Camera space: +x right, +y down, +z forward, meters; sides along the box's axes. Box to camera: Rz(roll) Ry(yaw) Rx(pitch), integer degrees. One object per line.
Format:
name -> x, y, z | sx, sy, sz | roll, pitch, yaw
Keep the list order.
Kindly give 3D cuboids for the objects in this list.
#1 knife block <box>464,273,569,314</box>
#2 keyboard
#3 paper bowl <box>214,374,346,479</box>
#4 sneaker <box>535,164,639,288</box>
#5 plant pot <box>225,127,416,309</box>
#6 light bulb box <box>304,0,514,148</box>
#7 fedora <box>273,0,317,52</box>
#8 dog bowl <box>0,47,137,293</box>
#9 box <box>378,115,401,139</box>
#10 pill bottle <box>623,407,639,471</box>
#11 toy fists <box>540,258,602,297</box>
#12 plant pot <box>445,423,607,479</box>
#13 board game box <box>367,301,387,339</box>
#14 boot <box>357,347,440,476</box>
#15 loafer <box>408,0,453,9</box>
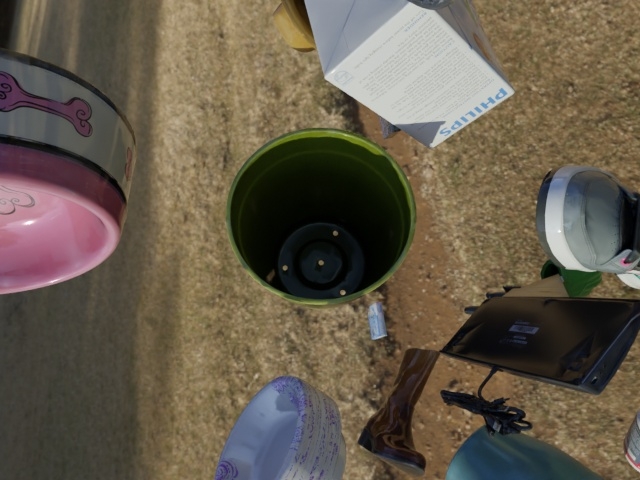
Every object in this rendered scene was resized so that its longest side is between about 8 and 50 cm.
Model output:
knife block -> 0.422, 0.170, 1.217 | 0.242, 0.275, 0.088 | -26, 96, 20
keyboard -> 0.233, 0.146, 0.691 | 0.201, 0.033, 0.317 | -45, 5, -12
paper bowl -> -0.064, 0.408, 1.046 | 0.284, 0.148, 0.284 | -44, 23, 24
sneaker -> 0.348, 0.002, 0.531 | 0.178, 0.295, 0.124 | 4, 82, 51
plant pot -> 0.000, 0.000, 1.248 | 0.353, 0.366, 0.367 | 91, 176, -71
light bulb box -> 0.169, -0.439, 1.156 | 0.225, 0.361, 0.358 | -32, 55, 32
fedora -> -0.039, -0.472, 1.228 | 0.079, 0.194, 0.194 | -24, 61, 35
dog bowl -> -0.439, -0.055, 0.719 | 0.408, 0.408, 0.150 | -40, 57, 46
box -> 0.175, -0.316, 1.453 | 0.137, 0.027, 0.094 | -129, 25, -86
pill bottle -> 0.653, 0.365, 1.074 | 0.108, 0.108, 0.180 | -120, 14, -46
toy fists -> 0.574, 0.005, 1.287 | 0.096, 0.142, 0.279 | -149, 48, -69
plant pot -> 0.400, 0.507, 1.121 | 0.255, 0.271, 0.272 | 38, 114, 43
board game box -> 0.151, 0.218, 1.528 | 0.090, 0.020, 0.090 | 125, 138, -70
boot -> 0.220, 0.391, 1.328 | 0.280, 0.096, 0.264 | -58, 7, -15
loafer -> 0.089, -0.371, 0.627 | 0.102, 0.092, 0.269 | -37, 76, 37
